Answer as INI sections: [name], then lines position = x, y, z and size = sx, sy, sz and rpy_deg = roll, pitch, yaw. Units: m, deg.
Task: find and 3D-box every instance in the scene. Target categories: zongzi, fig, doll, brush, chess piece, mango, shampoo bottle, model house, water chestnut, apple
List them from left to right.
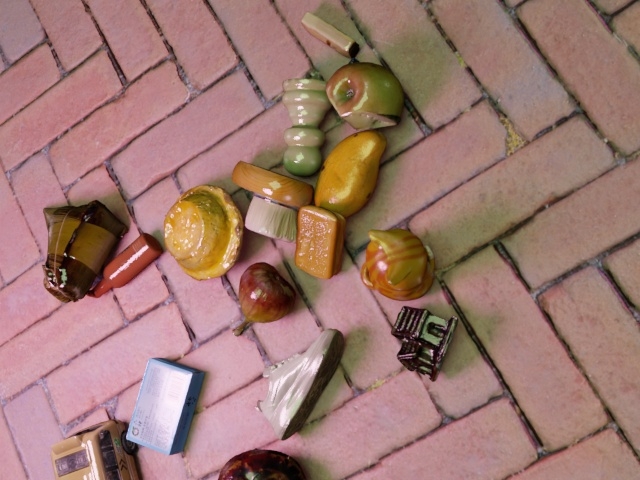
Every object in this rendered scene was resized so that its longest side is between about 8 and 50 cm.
[zongzi]
position = -0.759, 0.028, 2.046
size = 0.318, 0.154, 0.289
rpy_deg = 4, 55, 30
[shampoo bottle]
position = -0.566, 0.081, 2.025
size = 0.244, 0.085, 0.085
rpy_deg = -40, 72, 8
[water chestnut]
position = -0.143, 0.625, 1.731
size = 0.224, 0.238, 0.223
rpy_deg = 4, 76, -16
[fig]
position = -0.153, 0.166, 1.874
size = 0.160, 0.230, 0.143
rpy_deg = 40, 52, 18
[brush]
position = -0.151, -0.109, 1.887
size = 0.267, 0.174, 0.166
rpy_deg = 25, 99, 37
[chess piece]
position = -0.042, -0.296, 1.897
size = 0.145, 0.144, 0.251
rpy_deg = 5, 90, 19
[mango]
position = 0.080, -0.171, 1.844
size = 0.157, 0.109, 0.262
rpy_deg = 36, 93, 32
[apple]
position = 0.119, -0.374, 1.818
size = 0.207, 0.188, 0.173
rpy_deg = 42, 97, 20
[doll]
position = 0.189, 0.058, 1.706
size = 0.162, 0.269, 0.166
rpy_deg = -30, 71, -6
[model house]
position = 0.244, 0.243, 1.726
size = 0.152, 0.106, 0.165
rpy_deg = 21, 84, 18

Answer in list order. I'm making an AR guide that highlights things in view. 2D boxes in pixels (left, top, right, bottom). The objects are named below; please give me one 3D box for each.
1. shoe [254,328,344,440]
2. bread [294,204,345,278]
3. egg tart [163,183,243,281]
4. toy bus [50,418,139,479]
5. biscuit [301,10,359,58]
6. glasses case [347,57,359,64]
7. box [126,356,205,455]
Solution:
[shoe]
position = -0.069, 0.344, 1.810
size = 0.159, 0.124, 0.316
rpy_deg = 28, 91, 26
[bread]
position = 0.000, 0.000, 1.815
size = 0.116, 0.077, 0.200
rpy_deg = 23, 125, 26
[egg tart]
position = -0.330, -0.022, 1.911
size = 0.288, 0.118, 0.288
rpy_deg = -2, 86, 36
[toy bus]
position = -0.585, 0.675, 1.880
size = 0.177, 0.202, 0.365
rpy_deg = -24, 75, 14
[biscuit]
position = 0.025, -0.570, 1.948
size = 0.188, 0.056, 0.052
rpy_deg = 37, 95, 20
[glasses case]
position = 0.076, -0.461, 1.927
size = 0.023, 0.033, 0.083
rpy_deg = 28, 91, 30
[box]
position = -0.422, 0.450, 1.925
size = 0.143, 0.083, 0.232
rpy_deg = 14, 88, 19
